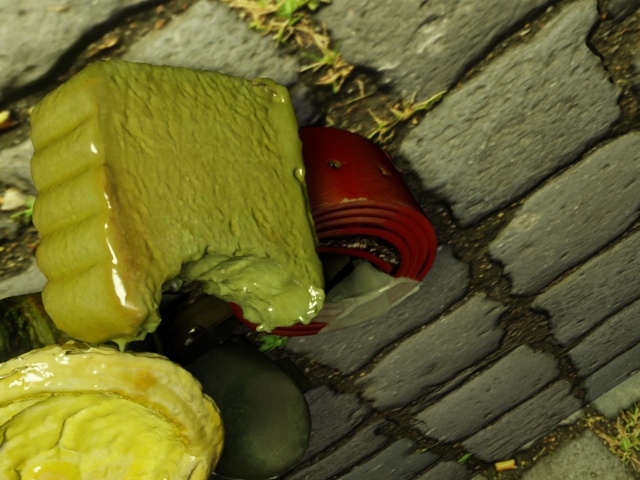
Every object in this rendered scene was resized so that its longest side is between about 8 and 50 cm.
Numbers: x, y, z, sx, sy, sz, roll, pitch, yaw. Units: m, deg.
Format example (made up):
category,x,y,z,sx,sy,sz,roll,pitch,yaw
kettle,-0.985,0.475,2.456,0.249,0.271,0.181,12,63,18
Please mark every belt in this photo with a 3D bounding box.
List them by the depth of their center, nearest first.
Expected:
category,x,y,z,sx,sy,sz,roll,pitch,yaw
belt,0.000,0.000,1.262,0.227,0.115,0.324,-36,151,15

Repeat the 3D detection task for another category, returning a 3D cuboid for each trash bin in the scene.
category,x,y,z,sx,sy,sz,roll,pitch,yaw
trash bin,-0.160,0.296,1.503,0.252,0.203,0.301,-31,161,-45

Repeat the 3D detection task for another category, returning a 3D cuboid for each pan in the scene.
category,x,y,z,sx,sy,sz,roll,pitch,yaw
pan,-0.130,0.088,1.301,0.128,0.048,0.202,-36,173,-23

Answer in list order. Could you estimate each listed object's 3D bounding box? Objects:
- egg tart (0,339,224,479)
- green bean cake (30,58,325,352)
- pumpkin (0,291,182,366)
category,x,y,z,sx,sy,sz,roll,pitch,yaw
egg tart,-0.222,0.177,0.999,0.279,0.095,0.279,-11,131,-13
green bean cake,-0.123,-0.022,0.973,0.236,0.233,0.124,2,163,-45
pumpkin,-0.294,0.178,1.176,0.320,0.192,0.320,-25,151,-15
